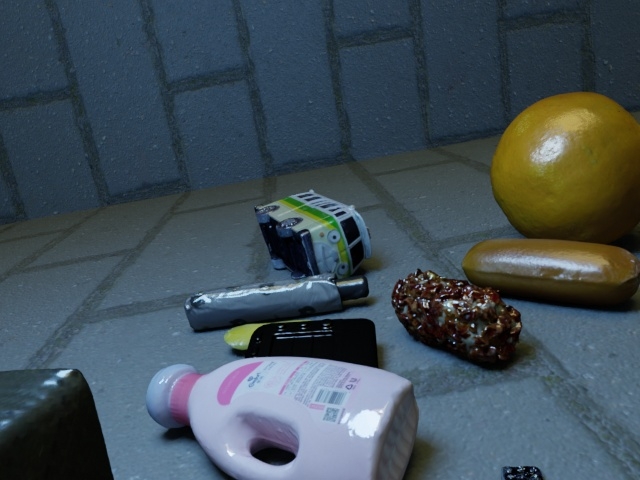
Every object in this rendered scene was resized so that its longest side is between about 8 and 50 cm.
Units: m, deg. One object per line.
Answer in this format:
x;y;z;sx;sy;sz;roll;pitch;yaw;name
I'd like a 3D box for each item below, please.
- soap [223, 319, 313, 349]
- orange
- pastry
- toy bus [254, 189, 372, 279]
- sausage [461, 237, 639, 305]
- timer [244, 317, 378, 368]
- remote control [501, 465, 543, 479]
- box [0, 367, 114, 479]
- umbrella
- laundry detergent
-0.072;0.156;0.889;0.168;0.033;0.089;-3;15;20;soap
0.487;-0.132;1.063;0.312;0.312;0.312;-9;16;3;orange
0.185;0.106;0.789;0.097;0.115;0.208;-33;27;-26;pastry
-0.015;-0.010;1.193;0.179;0.143;0.305;-22;21;-17;toy bus
0.366;0.047;0.885;0.274;0.105;0.105;5;22;41;sausage
-0.012;0.169;0.775;0.187;0.055;0.144;-4;26;5;timer
0.186;0.238;0.490;0.039;0.014;0.096;-6;15;14;remote control
-0.211;0.228;0.304;0.184;0.273;0.143;-5;13;13;box
-0.080;0.107;0.993;0.337;0.073;0.067;-8;35;4;umbrella
-0.063;0.201;0.624;0.335;0.088;0.159;-1;38;32;laundry detergent
